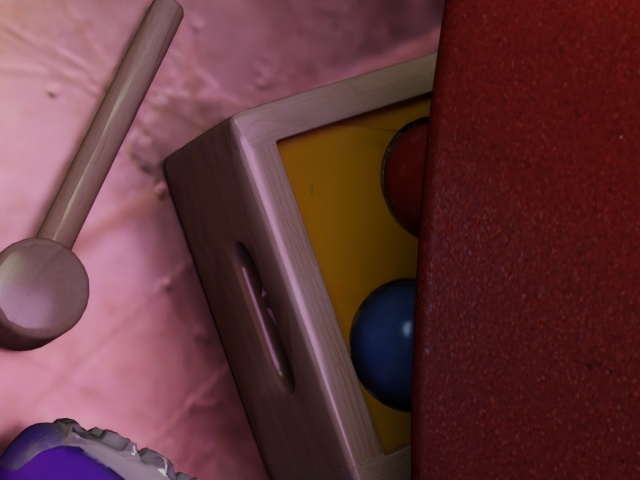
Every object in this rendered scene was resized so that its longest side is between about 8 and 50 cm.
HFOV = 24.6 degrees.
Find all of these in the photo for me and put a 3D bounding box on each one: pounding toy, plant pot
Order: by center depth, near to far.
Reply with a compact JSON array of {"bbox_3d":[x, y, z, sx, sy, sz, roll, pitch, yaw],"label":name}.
[{"bbox_3d":[0.175,0.080,0.379,0.267,0.267,0.235,8,104,-39],"label":"plant pot"},{"bbox_3d":[-0.008,-0.007,0.484,0.206,0.094,0.181,-19,91,-23],"label":"pounding toy"}]

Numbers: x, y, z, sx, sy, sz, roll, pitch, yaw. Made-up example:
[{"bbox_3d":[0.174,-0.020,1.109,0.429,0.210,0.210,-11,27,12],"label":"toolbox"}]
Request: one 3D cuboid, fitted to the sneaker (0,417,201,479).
[{"bbox_3d":[-0.032,0.198,0.444,0.146,0.102,0.293,-37,97,-20],"label":"sneaker"}]
